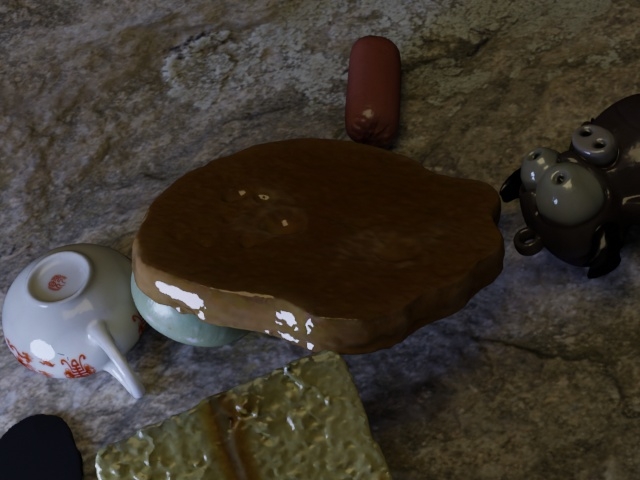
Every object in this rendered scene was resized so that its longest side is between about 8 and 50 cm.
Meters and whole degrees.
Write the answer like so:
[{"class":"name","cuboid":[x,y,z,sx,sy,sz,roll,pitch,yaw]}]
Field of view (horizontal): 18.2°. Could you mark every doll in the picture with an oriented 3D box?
[{"class":"doll","cuboid":[0.303,-0.065,2.023,0.257,0.117,0.182,-29,39,-10]}]

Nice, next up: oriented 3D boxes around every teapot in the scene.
[{"class":"teapot","cuboid":[-0.253,0.080,2.107,0.159,0.116,0.245,-22,49,-17]}]

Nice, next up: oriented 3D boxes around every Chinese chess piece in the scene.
[{"class":"Chinese chess piece","cuboid":[-0.124,0.046,2.073,0.144,0.058,0.144,13,39,-11]}]

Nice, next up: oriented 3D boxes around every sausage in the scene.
[{"class":"sausage","cuboid":[0.060,-0.167,2.250,0.062,0.062,0.154,-7,46,13]}]

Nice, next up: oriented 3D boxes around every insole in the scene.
[{"class":"insole","cuboid":[-0.285,0.305,1.958,0.119,0.009,0.348,-16,44,6]}]

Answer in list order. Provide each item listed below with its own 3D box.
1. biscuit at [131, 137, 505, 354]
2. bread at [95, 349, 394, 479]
[{"class":"biscuit","cuboid":[0.000,0.002,2.028,0.365,0.062,0.385,15,29,26]},{"class":"bread","cuboid":[-0.053,0.267,1.865,0.263,0.198,0.236,-23,78,-1]}]
